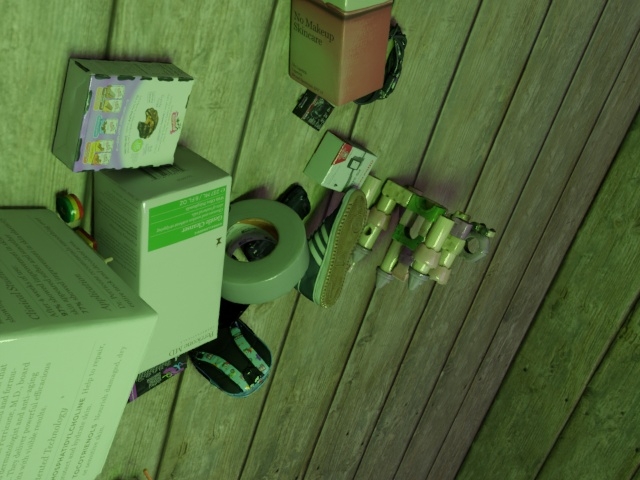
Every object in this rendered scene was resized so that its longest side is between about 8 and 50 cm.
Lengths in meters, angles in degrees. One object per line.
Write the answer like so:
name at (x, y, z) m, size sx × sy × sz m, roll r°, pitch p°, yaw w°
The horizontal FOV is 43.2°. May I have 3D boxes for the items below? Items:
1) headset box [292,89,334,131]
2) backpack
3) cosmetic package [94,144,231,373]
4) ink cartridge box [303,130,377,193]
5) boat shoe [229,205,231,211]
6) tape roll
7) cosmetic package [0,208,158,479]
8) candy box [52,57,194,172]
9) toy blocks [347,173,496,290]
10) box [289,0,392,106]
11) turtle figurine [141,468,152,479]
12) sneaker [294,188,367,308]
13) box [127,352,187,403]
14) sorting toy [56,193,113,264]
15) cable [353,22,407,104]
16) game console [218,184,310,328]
headset box at (-0.016, -0.270, 1.663) m, size 0.062 × 0.032 × 0.083 m, roll -57°, pitch 147°, yaw 5°
backpack at (-0.187, 0.284, 1.851) m, size 0.158 × 0.173 × 0.117 m, roll -43°, pitch 147°, yaw -17°
cosmetic package at (-0.293, 0.033, 1.473) m, size 0.197 × 0.155 × 0.365 m, roll -24°, pitch 133°, yaw -40°
ink cartridge box at (0.048, -0.170, 1.813) m, size 0.150 × 0.063 × 0.109 m, roll 12°, pitch 111°, yaw -56°
boat shoe at (-0.211, -0.087, 1.575) m, size 0.042 × 0.049 × 0.133 m, roll -45°, pitch 144°, yaw 3°
tape roll at (-0.134, 0.020, 1.618) m, size 0.219 × 0.219 × 0.072 m, roll -39°, pitch 147°, yaw -22°
cosmetic package at (-0.520, 0.168, 1.161) m, size 0.394 × 0.329 × 0.327 m, roll -2°, pitch 123°, yaw -50°
candy box at (-0.317, -0.202, 1.306) m, size 0.196 × 0.070 × 0.164 m, roll -10°, pitch 128°, yaw -47°
toy blocks at (0.221, 0.019, 2.019) m, size 0.309 × 0.289 × 0.260 m, roll 7°, pitch 112°, yaw -58°
box at (0.035, -0.393, 1.498) m, size 0.127 × 0.149 × 0.232 m, roll -29°, pitch 140°, yaw -32°
turtle figurine at (-0.476, 0.624, 1.895) m, size 0.217 × 0.087 × 0.269 m, roll -25°, pitch 148°, yaw -26°
sneaker at (0.000, 0.000, 1.861) m, size 0.099 × 0.153 × 0.282 m, roll 7°, pitch 103°, yaw -53°
box at (-0.363, 0.271, 1.750) m, size 0.162 × 0.029 × 0.116 m, roll -28°, pitch 141°, yaw -32°
sorting toy at (-0.397, 0.056, 1.395) m, size 0.046 × 0.132 × 0.274 m, roll -25°, pitch 139°, yaw -40°
cable at (0.120, -0.380, 1.728) m, size 0.151 × 0.047 × 0.184 m, roll -6°, pitch 128°, yaw -44°
game console at (-0.141, 0.037, 1.776) m, size 0.361 × 0.044 × 0.213 m, roll -50°, pitch 160°, yaw -15°
